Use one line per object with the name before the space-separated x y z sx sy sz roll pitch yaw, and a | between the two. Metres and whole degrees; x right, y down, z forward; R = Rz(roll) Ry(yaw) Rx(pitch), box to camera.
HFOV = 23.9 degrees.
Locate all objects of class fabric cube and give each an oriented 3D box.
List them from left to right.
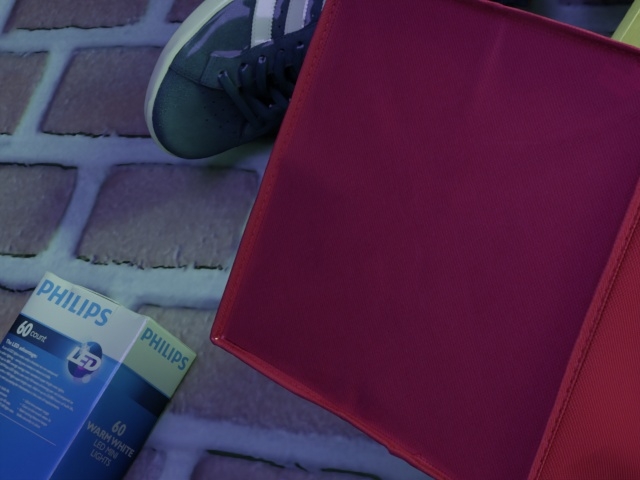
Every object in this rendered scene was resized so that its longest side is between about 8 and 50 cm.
fabric cube | 0.140 0.004 0.900 0.259 0.258 0.254 29 102 41

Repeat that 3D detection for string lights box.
string lights box | -0.227 0.166 1.206 0.133 0.077 0.260 21 74 39

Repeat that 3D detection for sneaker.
sneaker | 0.014 -0.157 1.222 0.350 0.131 0.148 -34 44 9

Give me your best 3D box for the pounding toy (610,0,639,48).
pounding toy | 0.281 -0.109 1.057 0.141 0.100 0.130 19 72 51
